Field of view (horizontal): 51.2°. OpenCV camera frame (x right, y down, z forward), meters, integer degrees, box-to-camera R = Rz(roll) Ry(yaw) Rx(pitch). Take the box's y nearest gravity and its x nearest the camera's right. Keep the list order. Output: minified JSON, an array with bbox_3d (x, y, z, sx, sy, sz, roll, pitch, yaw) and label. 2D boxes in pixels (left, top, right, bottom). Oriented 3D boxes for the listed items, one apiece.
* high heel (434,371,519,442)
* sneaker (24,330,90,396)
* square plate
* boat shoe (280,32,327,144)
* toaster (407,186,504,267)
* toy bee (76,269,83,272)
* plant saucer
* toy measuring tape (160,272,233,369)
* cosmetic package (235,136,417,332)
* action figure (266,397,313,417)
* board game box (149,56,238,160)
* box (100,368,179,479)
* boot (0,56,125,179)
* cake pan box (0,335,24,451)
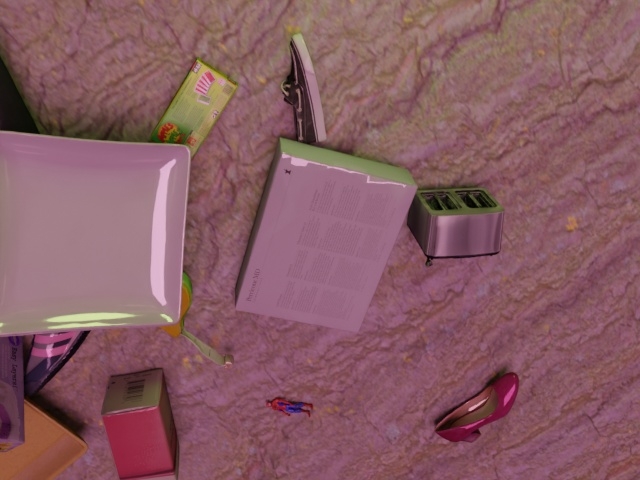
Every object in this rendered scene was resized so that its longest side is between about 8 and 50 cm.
[{"bbox_3d":[0.391,0.413,1.673,0.117,0.082,0.244,19,122,-26],"label":"high heel"},{"bbox_3d":[-0.568,0.184,1.424,0.131,0.112,0.319,36,100,-4],"label":"sneaker"},{"bbox_3d":[-0.410,-0.010,1.191,0.344,0.049,0.347,0,100,-30],"label":"square plate"},{"bbox_3d":[-0.039,-0.289,1.304,0.070,0.078,0.219,-13,118,-1],"label":"boat shoe"},{"bbox_3d":[0.283,-0.036,1.406,0.168,0.185,0.110,-4,118,-7],"label":"toaster"},{"bbox_3d":[-0.486,0.041,1.300,0.195,0.162,0.298,-32,140,12],"label":"toy bee"},{"bbox_3d":[-0.753,0.447,1.508,0.333,0.081,0.333,-39,113,9],"label":"plant saucer"},{"bbox_3d":[-0.284,0.151,1.438,0.121,0.121,0.330,-44,112,11],"label":"toy measuring tape"},{"bbox_3d":[0.000,0.000,1.407,0.284,0.097,0.377,12,117,-16],"label":"cosmetic package"},{"bbox_3d":[-0.077,0.406,1.625,0.115,0.030,0.038,13,115,-12],"label":"action figure"},{"bbox_3d":[-0.247,-0.253,1.306,0.092,0.043,0.181,30,105,-19],"label":"board game box"},{"bbox_3d":[-0.403,0.434,1.518,0.127,0.148,0.232,-9,115,-6],"label":"box"},{"bbox_3d":[-0.554,-0.253,1.217,0.367,0.146,0.445,-23,110,-1],"label":"boot"},{"bbox_3d":[-0.695,0.265,1.299,0.070,0.266,0.246,-26,146,15],"label":"cake pan box"}]
